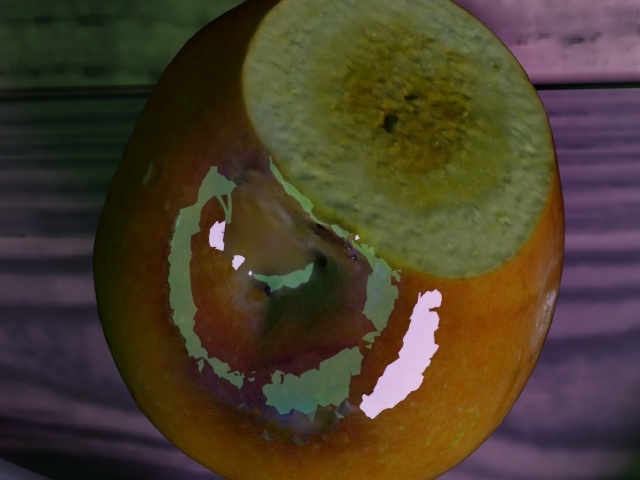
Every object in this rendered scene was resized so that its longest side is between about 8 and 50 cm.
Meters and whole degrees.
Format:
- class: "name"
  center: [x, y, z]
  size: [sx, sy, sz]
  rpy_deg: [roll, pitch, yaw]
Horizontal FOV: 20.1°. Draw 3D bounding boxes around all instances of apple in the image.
- class: "apple"
  center: [0.005, 0.004, 0.580]
  size: [0.146, 0.147, 0.163]
  rpy_deg: [28, 114, 9]

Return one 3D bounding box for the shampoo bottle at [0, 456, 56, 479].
- class: "shampoo bottle"
  center: [-0.108, 0.143, 0.706]
  size: [0.234, 0.087, 0.118]
  rpy_deg: [21, 115, 13]
